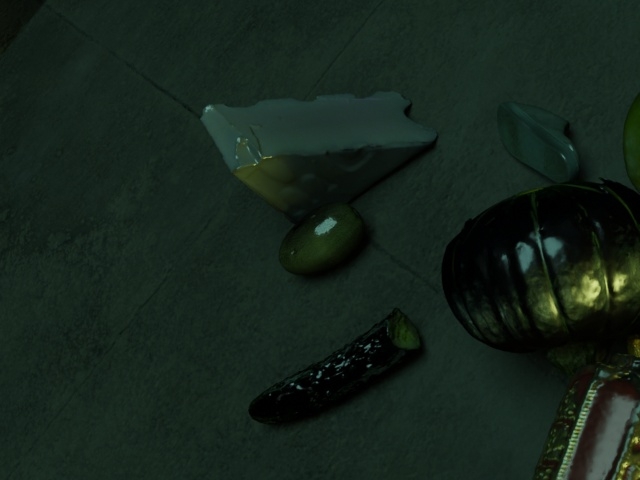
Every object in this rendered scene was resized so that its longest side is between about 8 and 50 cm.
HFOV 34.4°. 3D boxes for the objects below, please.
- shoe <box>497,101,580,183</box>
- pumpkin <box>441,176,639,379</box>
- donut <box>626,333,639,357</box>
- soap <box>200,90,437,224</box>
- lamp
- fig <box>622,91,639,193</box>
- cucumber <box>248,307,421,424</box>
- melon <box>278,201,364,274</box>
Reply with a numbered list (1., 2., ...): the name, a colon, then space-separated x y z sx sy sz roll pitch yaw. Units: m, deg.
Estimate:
1. shoe: 0.347 -0.154 1.583 0.078 0.079 0.195 -17 38 -16
2. pumpkin: 0.309 0.064 1.353 0.296 0.296 0.295 -17 56 27
3. donut: 0.453 0.135 1.350 0.108 0.043 0.097 -52 47 5
4. soap: -0.004 -0.184 1.713 0.302 0.258 0.159 -36 48 12
5. lamp: 0.356 0.278 1.257 0.177 0.177 0.274 13 75 40
6. fig: 0.515 -0.178 1.321 0.233 0.233 0.314 -4 53 34
7. cucumber: 0.017 0.211 1.596 0.303 0.081 0.072 -35 6 20
8. melon: 0.000 0.000 1.712 0.162 0.099 0.099 -36 49 20
